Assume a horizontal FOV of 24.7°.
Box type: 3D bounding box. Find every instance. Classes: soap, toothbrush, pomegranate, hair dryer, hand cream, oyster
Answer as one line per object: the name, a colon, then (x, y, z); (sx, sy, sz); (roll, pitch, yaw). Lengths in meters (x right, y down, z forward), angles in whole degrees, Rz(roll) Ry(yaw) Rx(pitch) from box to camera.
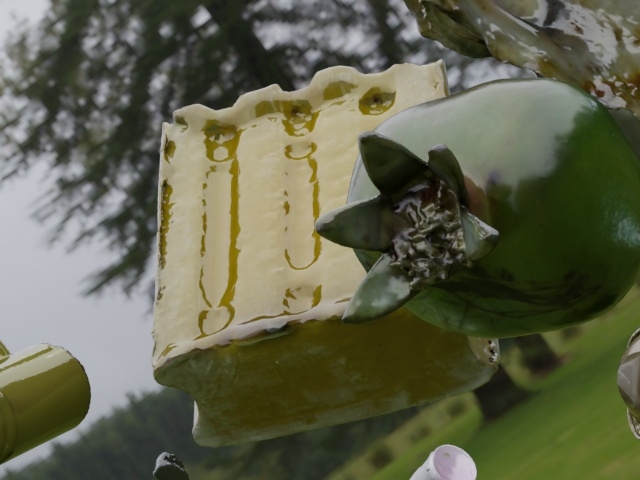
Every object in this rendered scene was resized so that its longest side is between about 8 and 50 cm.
soap: (0.000, 0.000, 1.346); (0.294, 0.156, 0.335); (-13, 43, 8)
toothbrush: (-0.081, 0.332, 1.721); (0.030, 0.297, 0.030); (-40, 29, 22)
pomegranate: (0.079, -0.012, 0.722); (0.152, 0.131, 0.191); (-13, 0, 23)
hair dryer: (-0.344, 0.080, 1.360); (0.090, 0.278, 0.135); (-43, -9, 27)
hand cream: (0.117, 0.399, 2.051); (0.111, 0.070, 0.312); (-21, -27, -39)
oyster: (0.150, -0.188, 1.048); (0.361, 0.221, 0.096); (11, -19, -15)

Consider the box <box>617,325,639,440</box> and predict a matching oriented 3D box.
box: (0.322, 0.116, 1.312); (0.111, 0.111, 0.177); (-35, -10, -22)
